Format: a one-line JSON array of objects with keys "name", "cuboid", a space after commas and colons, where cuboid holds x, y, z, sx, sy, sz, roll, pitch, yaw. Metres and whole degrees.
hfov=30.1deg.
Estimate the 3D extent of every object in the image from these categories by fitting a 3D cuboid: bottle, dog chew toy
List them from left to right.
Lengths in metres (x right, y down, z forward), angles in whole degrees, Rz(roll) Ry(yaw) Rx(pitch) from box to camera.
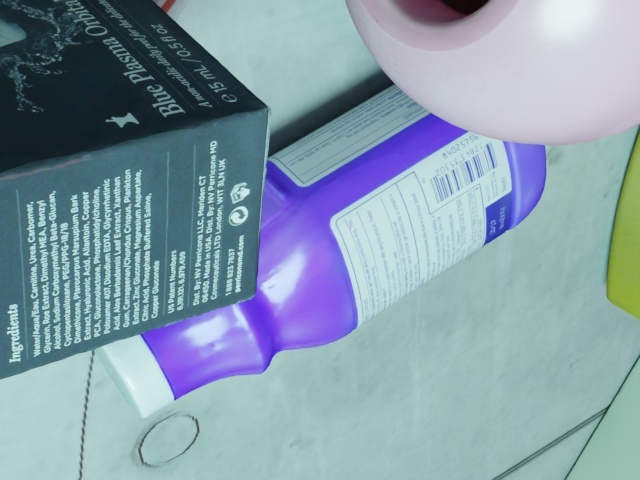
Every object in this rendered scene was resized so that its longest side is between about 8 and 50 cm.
[{"name": "bottle", "cuboid": [0.000, 0.000, 0.691, 0.283, 0.092, 0.118, -32, 139, -16]}, {"name": "dog chew toy", "cuboid": [0.164, -0.162, 0.622, 0.332, 0.207, 0.206, -14, 132, -44]}]

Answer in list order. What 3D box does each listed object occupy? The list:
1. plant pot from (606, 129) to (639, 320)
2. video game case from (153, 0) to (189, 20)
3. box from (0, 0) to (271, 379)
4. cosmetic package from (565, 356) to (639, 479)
[{"name": "plant pot", "cuboid": [0.356, -0.034, 0.905, 0.212, 0.212, 0.187, -30, 127, -18]}, {"name": "video game case", "cuboid": [-0.179, -0.124, 0.474, 0.204, 0.025, 0.285, -51, 142, 8]}, {"name": "box", "cuboid": [-0.126, -0.034, 0.456, 0.158, 0.156, 0.093, -18, 134, -29]}, {"name": "cosmetic package", "cuboid": [0.336, 0.260, 1.211, 0.160, 0.113, 0.309, -1, 125, -41]}]
